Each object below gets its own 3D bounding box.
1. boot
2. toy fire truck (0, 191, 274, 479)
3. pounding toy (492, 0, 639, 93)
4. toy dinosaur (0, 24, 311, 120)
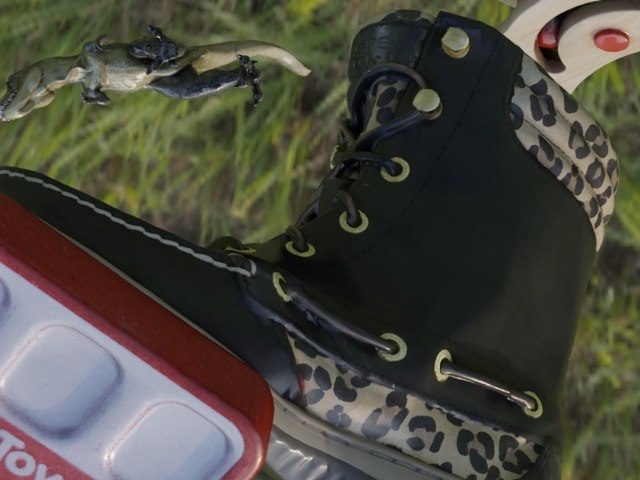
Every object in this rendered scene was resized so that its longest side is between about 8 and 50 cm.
[{"bbox_3d":[0.000,0.000,1.036,0.377,0.284,0.138,31,148,-19],"label":"boot"},{"bbox_3d":[-0.201,0.060,0.816,0.302,0.169,0.254,38,117,-12],"label":"toy fire truck"},{"bbox_3d":[0.242,-0.231,1.558,0.154,0.155,0.269,16,154,-19],"label":"pounding toy"},{"bbox_3d":[-0.107,-0.130,1.477,0.268,0.118,0.064,-6,96,-26],"label":"toy dinosaur"}]
